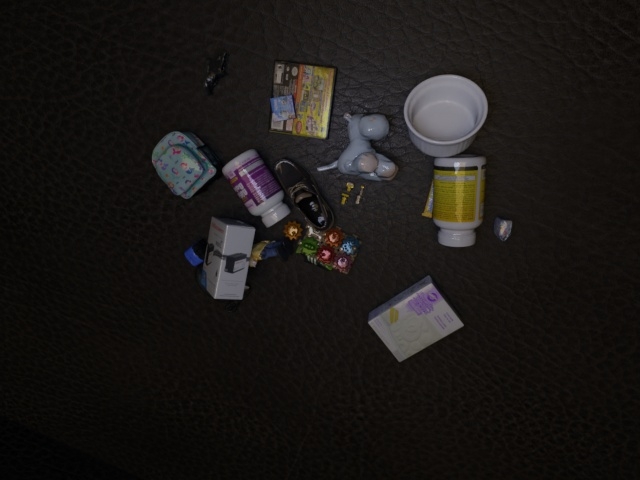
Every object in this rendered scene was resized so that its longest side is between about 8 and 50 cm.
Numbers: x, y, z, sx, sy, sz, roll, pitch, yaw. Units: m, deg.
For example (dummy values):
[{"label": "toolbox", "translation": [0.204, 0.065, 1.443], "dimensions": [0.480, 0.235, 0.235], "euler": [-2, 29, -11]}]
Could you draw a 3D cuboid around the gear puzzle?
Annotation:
[{"label": "gear puzzle", "translation": [0.000, 0.000, 1.749], "dimensions": [0.339, 0.044, 0.175], "euler": [25, 88, 2]}]

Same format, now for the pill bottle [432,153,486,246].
[{"label": "pill bottle", "translation": [0.524, -0.154, 1.564], "dimensions": [0.188, 0.188, 0.333], "euler": [0, 106, 10]}]

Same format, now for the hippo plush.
[{"label": "hippo plush", "translation": [0.182, -0.361, 1.584], "dimensions": [0.294, 0.234, 0.236], "euler": [10, 92, 50]}]

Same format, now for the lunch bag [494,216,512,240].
[{"label": "lunch bag", "translation": [0.721, -0.046, 1.625], "dimensions": [0.053, 0.071, 0.083], "euler": [4, 105, 4]}]

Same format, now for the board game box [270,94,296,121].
[{"label": "board game box", "translation": [-0.146, -0.521, 1.620], "dimensions": [0.090, 0.020, 0.090], "euler": [-6, 105, 13]}]

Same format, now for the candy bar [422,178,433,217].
[{"label": "candy bar", "translation": [0.451, -0.173, 1.662], "dimensions": [0.040, 0.018, 0.161], "euler": [13, 109, 5]}]

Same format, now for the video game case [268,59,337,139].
[{"label": "video game case", "translation": [-0.073, -0.555, 1.628], "dimensions": [0.248, 0.035, 0.274], "euler": [10, 107, 7]}]

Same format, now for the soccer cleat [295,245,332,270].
[{"label": "soccer cleat", "translation": [-0.027, 0.080, 1.806], "dimensions": [0.179, 0.060, 0.072], "euler": [39, 121, 2]}]

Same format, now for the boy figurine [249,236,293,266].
[{"label": "boy figurine", "translation": [-0.264, 0.063, 1.782], "dimensions": [0.285, 0.177, 0.092], "euler": [-14, 116, 31]}]

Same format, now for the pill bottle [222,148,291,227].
[{"label": "pill bottle", "translation": [-0.255, -0.209, 1.693], "dimensions": [0.169, 0.169, 0.301], "euler": [-32, 98, 17]}]

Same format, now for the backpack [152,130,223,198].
[{"label": "backpack", "translation": [-0.568, -0.322, 1.712], "dimensions": [0.225, 0.191, 0.253], "euler": [-37, 92, 19]}]

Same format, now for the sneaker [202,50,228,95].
[{"label": "sneaker", "translation": [-0.417, -0.666, 1.644], "dimensions": [0.089, 0.051, 0.170], "euler": [10, 105, 12]}]

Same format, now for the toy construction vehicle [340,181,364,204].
[{"label": "toy construction vehicle", "translation": [0.134, -0.190, 1.707], "dimensions": [0.086, 0.035, 0.098], "euler": [18, 107, 16]}]

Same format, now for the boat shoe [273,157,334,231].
[{"label": "boat shoe", "translation": [-0.064, -0.191, 1.670], "dimensions": [0.132, 0.130, 0.355], "euler": [-39, 92, 5]}]

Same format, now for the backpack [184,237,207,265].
[{"label": "backpack", "translation": [-0.555, 0.065, 1.855], "dimensions": [0.101, 0.120, 0.098], "euler": [-39, 98, 18]}]

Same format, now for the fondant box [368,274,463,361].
[{"label": "fondant box", "translation": [0.408, 0.342, 1.786], "dimensions": [0.330, 0.096, 0.238], "euler": [-36, 98, 17]}]

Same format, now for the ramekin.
[{"label": "ramekin", "translation": [0.440, -0.434, 1.467], "dimensions": [0.277, 0.135, 0.277], "euler": [-4, 72, 12]}]

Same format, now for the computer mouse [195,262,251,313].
[{"label": "computer mouse", "translation": [-0.476, 0.214, 1.912], "dimensions": [0.272, 0.072, 0.188], "euler": [39, 110, -3]}]

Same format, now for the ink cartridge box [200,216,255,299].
[{"label": "ink cartridge box", "translation": [-0.396, 0.069, 1.736], "dimensions": [0.129, 0.223, 0.307], "euler": [7, 98, -32]}]
